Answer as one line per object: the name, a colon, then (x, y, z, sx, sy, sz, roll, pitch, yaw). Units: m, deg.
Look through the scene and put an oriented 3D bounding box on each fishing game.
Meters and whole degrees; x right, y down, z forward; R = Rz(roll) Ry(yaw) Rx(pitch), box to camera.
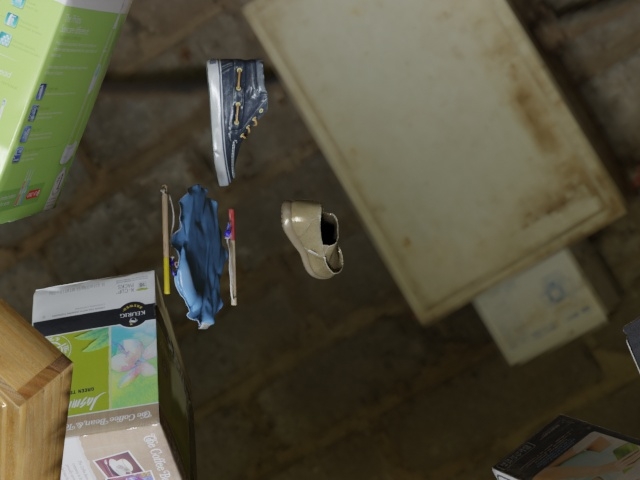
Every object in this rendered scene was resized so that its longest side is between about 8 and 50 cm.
fishing game: (-0.163, 0.022, 1.770, 0.041, 0.189, 0.264, -4, 177, 15)

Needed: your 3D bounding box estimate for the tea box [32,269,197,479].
tea box: (-0.342, 0.287, 2.278, 0.220, 0.323, 0.329, -10, 137, 0)

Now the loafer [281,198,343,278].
loafer: (0.000, 0.000, 1.558, 0.050, 0.056, 0.148, -7, 152, 20)

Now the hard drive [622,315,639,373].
hard drive: (0.531, 0.250, 1.721, 0.237, 0.339, 0.064, 4, 147, -43)

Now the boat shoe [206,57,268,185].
boat shoe: (-0.114, -0.167, 1.908, 0.083, 0.183, 0.065, -4, -161, -6)

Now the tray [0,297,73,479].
tray: (-0.359, 0.183, 1.381, 0.076, 0.203, 0.411, -42, 163, -34)

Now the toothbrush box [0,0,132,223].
toothbrush box: (-0.295, -0.170, 1.322, 0.206, 0.122, 0.283, -43, 157, -79)

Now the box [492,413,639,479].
box: (0.271, 0.252, 1.094, 0.087, 0.169, 0.290, -35, -169, -14)
